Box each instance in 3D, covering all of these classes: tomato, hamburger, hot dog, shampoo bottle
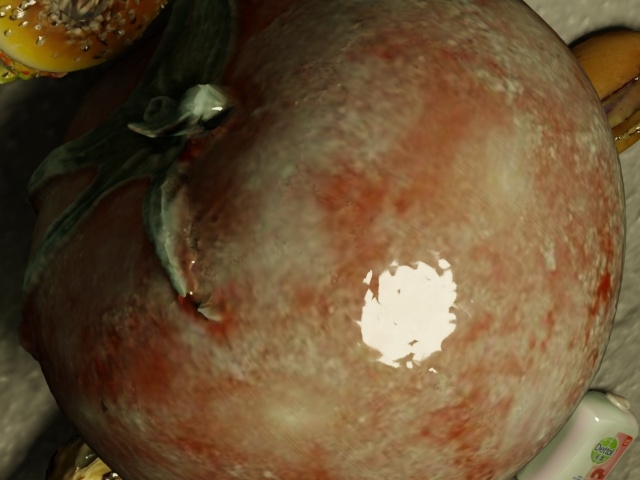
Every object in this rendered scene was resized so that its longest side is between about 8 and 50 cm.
[{"bbox_3d":[0.000,0.000,0.934,0.282,0.317,0.317,39,95,-31],"label":"tomato"},{"bbox_3d":[-0.127,-0.140,0.897,0.141,0.081,0.126,-38,138,-9],"label":"hamburger"},{"bbox_3d":[0.190,-0.091,1.202,0.140,0.060,0.090,-32,141,-19],"label":"hot dog"},{"bbox_3d":[0.204,0.160,1.423,0.072,0.043,0.099,23,107,-46],"label":"shampoo bottle"}]

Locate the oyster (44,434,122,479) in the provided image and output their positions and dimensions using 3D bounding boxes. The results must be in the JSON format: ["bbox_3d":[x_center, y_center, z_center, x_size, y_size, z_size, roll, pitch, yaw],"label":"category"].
[{"bbox_3d":[-0.065,0.084,1.132,0.345,0.078,0.129,-40,138,-16],"label":"oyster"}]
